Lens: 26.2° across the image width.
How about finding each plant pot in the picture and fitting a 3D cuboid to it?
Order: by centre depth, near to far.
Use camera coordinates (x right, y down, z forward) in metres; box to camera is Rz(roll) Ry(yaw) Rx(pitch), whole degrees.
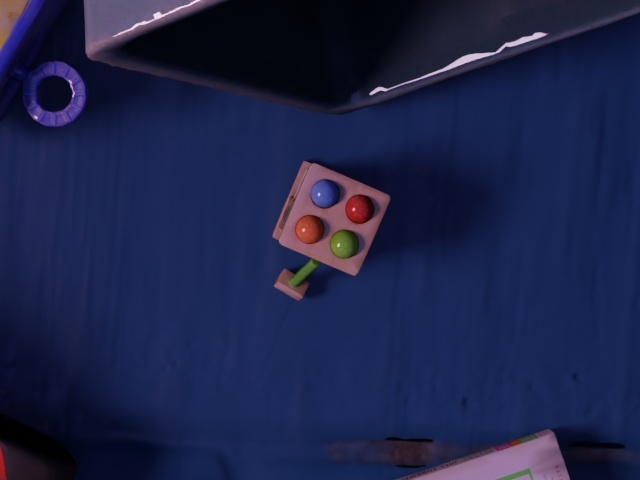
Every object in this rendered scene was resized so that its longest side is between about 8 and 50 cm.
[{"bbox_3d":[0.026,-0.230,0.702,0.248,0.247,0.252,-17,80,30],"label":"plant pot"}]

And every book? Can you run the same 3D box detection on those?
[{"bbox_3d":[0.094,0.188,0.879,0.144,0.035,0.096,-19,92,-2],"label":"book"}]

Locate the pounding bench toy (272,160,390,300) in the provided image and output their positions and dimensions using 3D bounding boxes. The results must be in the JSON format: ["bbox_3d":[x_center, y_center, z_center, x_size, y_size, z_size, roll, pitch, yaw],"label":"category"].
[{"bbox_3d":[0.000,0.000,0.834,0.052,0.065,0.083,23,93,-7],"label":"pounding bench toy"}]

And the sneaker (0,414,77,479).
[{"bbox_3d":[-0.287,0.139,0.784,0.270,0.090,0.145,28,88,-23],"label":"sneaker"}]

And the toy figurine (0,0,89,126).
[{"bbox_3d":[-0.238,-0.099,0.749,0.217,0.191,0.362,28,93,-12],"label":"toy figurine"}]
